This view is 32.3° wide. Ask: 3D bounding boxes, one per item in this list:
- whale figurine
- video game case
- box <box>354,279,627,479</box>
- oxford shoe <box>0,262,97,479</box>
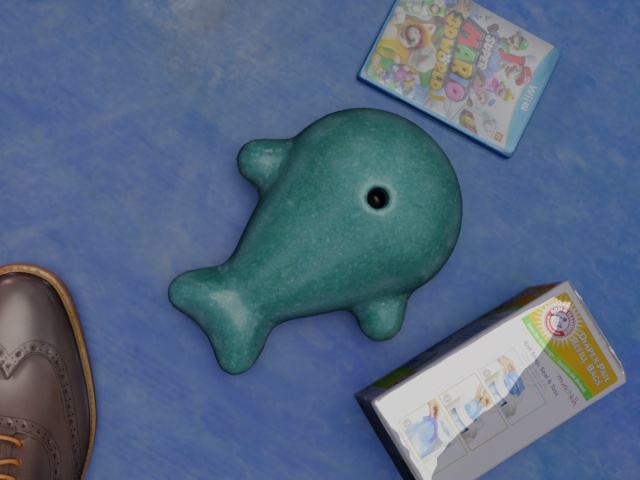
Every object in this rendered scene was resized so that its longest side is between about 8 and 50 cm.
[{"bbox_3d":[0.000,0.000,0.960,0.272,0.141,0.216,-36,91,-8],"label":"whale figurine"},{"bbox_3d":[0.133,-0.168,1.055,0.166,0.015,0.119,27,82,-5],"label":"video game case"},{"bbox_3d":[0.147,0.131,0.983,0.203,0.114,0.103,-31,89,-8],"label":"box"},{"bbox_3d":[-0.257,0.198,0.914,0.129,0.133,0.364,2,85,-7],"label":"oxford shoe"}]
